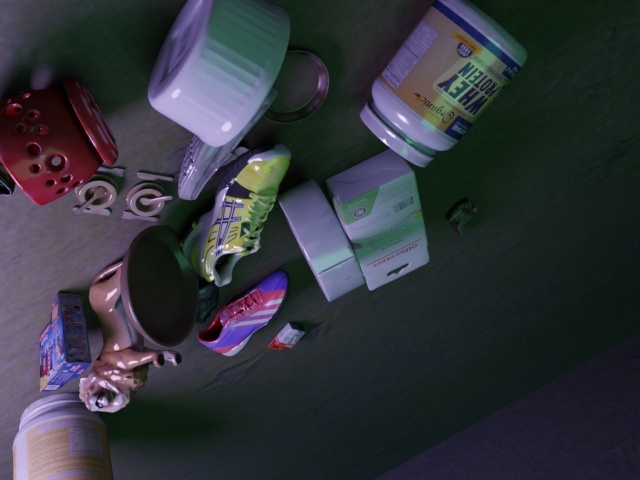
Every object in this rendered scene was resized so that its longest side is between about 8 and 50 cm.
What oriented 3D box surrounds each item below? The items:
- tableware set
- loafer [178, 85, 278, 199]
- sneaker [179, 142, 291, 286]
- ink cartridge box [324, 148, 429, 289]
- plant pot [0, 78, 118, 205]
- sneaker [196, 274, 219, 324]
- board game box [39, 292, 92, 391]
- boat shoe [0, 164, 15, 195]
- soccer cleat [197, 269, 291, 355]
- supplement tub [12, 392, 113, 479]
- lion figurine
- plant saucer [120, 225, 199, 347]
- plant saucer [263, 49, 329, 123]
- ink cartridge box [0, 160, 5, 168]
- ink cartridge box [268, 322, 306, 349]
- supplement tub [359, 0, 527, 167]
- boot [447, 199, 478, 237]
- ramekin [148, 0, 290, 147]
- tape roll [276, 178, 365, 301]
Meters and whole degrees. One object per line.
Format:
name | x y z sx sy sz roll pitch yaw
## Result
tableware set | -0.425 -0.090 1.304 0.194 0.039 0.128 7 126 -33
loafer | -0.199 -0.203 1.253 0.111 0.112 0.319 21 124 -27
sneaker | -0.168 -0.054 1.373 0.145 0.147 0.385 -6 141 -51
ink cartridge box | 0.159 -0.046 1.597 0.207 0.119 0.353 -26 136 -5
plant pot | -0.472 -0.181 1.085 0.174 0.191 0.191 -25 137 -8
sneaker | -0.365 0.177 1.554 0.227 0.087 0.130 -23 131 -15
board game box | -0.607 0.233 1.430 0.060 0.194 0.194 11 144 -38
boat shoe | -0.615 -0.125 1.073 0.152 0.049 0.056 23 116 -41
soccer cleat | -0.205 0.194 1.646 0.116 0.108 0.318 26 117 -37
supplement tub | -0.683 0.602 1.607 0.241 0.331 0.241 -14 135 -15
lion figurine | -0.476 0.208 1.440 0.240 0.392 0.142 -8 175 19
plant saucer | -0.365 0.105 1.376 0.041 0.278 0.278 -9 141 20
plant saucer | -0.064 -0.327 1.279 0.168 0.029 0.168 -15 135 -16
ink cartridge box | -0.738 -0.089 1.123 0.332 0.065 0.165 -44 136 13
ink cartridge box | -0.104 0.304 1.854 0.063 0.029 0.115 22 117 -41
supplement tub | 0.254 -0.337 1.293 0.228 0.228 0.316 20 119 -39
boot | 0.425 -0.066 1.777 0.087 0.042 0.118 -40 137 8
ramekin | -0.186 -0.316 1.055 0.135 0.277 0.277 24 116 -32
tape roll | 0.000 0.000 1.435 0.100 0.286 0.286 -26 137 -4
